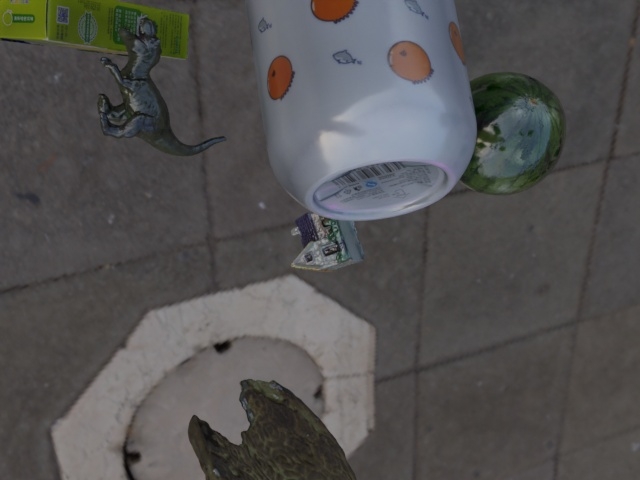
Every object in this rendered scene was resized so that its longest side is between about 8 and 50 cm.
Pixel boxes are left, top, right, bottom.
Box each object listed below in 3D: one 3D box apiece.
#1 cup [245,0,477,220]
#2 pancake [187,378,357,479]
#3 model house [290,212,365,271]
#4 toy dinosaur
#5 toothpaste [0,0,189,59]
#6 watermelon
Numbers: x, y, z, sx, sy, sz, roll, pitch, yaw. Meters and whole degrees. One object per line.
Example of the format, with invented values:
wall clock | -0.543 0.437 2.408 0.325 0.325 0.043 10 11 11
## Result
cup | 0.035 -0.192 0.988 0.212 0.317 0.212 -7 159 -3
pancake | -0.044 0.261 1.121 0.033 0.288 0.286 -43 126 18
model house | 0.000 0.000 1.546 0.100 0.100 0.088 -19 172 19
toy dinosaur | -0.199 -0.187 1.296 0.179 0.087 0.187 -1 123 -15
toothpaste | -0.337 -0.325 1.496 0.327 0.110 0.077 -9 104 -60
watermelon | 0.342 -0.201 1.879 0.242 0.242 0.242 -15 126 -23
